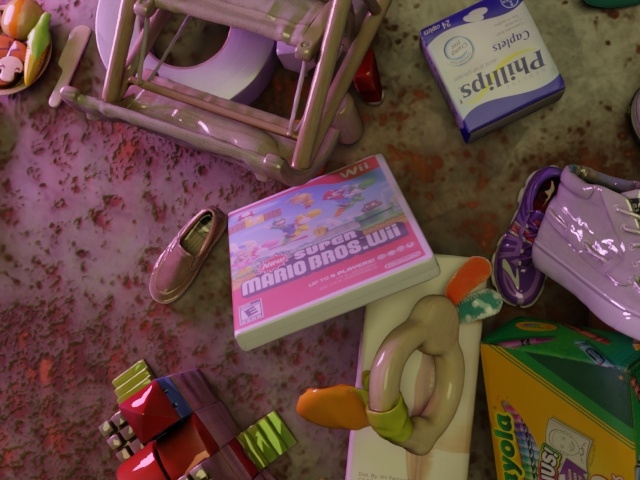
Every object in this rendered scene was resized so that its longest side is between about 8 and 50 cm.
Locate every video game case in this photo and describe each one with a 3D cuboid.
[{"bbox_3d":[0.000,0.000,0.973,0.204,0.285,0.025,-22,116,3],"label":"video game case"}]

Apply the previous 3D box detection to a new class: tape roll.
[{"bbox_3d":[-0.156,-0.255,1.099,0.219,0.072,0.219,0,86,6],"label":"tape roll"}]

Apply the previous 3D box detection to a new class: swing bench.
[{"bbox_3d":[-0.092,-0.205,0.958,0.253,0.165,0.255,21,90,16],"label":"swing bench"}]

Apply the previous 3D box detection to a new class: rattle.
[{"bbox_3d":[0.083,0.107,0.918,0.130,0.143,0.200,29,71,-25],"label":"rattle"}]

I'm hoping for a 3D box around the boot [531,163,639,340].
[{"bbox_3d":[0.307,0.009,0.888,0.095,0.258,0.123,-1,113,-29],"label":"boot"}]

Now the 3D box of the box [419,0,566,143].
[{"bbox_3d":[0.200,-0.204,1.062,0.126,0.072,0.137,-26,84,3],"label":"box"}]

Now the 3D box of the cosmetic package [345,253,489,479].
[{"bbox_3d":[0.102,0.163,1.002,0.129,0.153,0.296,6,87,4],"label":"cosmetic package"}]

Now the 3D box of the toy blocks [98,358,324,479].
[{"bbox_3d":[-0.115,0.286,0.955,0.191,0.261,0.381,-36,83,2],"label":"toy blocks"}]

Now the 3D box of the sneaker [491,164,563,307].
[{"bbox_3d":[0.242,-0.007,1.042,0.068,0.071,0.170,14,88,7],"label":"sneaker"}]

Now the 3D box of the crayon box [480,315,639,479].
[{"bbox_3d":[0.268,0.227,0.929,0.165,0.081,0.278,6,112,46],"label":"crayon box"}]

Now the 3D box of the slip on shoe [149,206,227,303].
[{"bbox_3d":[-0.162,0.017,1.092,0.051,0.041,0.135,40,90,7],"label":"slip on shoe"}]

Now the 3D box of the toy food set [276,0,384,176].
[{"bbox_3d":[0.015,-0.198,1.077,0.111,0.104,0.232,-4,73,12],"label":"toy food set"}]

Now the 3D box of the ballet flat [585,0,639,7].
[{"bbox_3d":[0.386,-0.312,1.072,0.168,0.057,0.052,-4,57,1],"label":"ballet flat"}]

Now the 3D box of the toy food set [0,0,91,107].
[{"bbox_3d":[-0.397,-0.245,1.129,0.192,0.038,0.132,15,78,7],"label":"toy food set"}]

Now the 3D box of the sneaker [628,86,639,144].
[{"bbox_3d":[0.547,-0.158,0.989,0.384,0.147,0.145,-11,83,3],"label":"sneaker"}]

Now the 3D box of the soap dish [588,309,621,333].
[{"bbox_3d":[0.415,0.110,0.993,0.229,0.118,0.291,3,87,5],"label":"soap dish"}]
